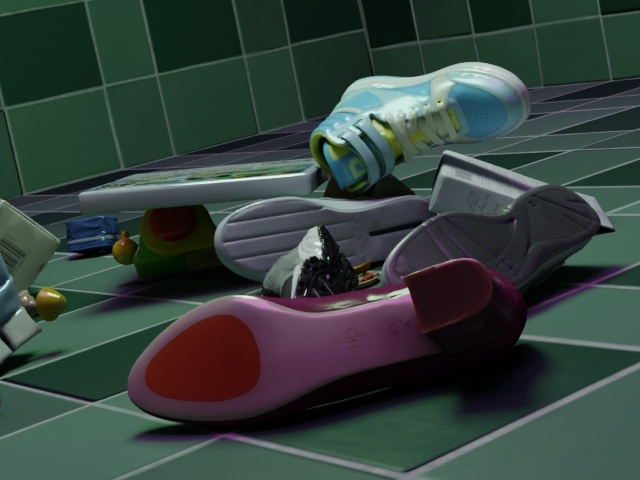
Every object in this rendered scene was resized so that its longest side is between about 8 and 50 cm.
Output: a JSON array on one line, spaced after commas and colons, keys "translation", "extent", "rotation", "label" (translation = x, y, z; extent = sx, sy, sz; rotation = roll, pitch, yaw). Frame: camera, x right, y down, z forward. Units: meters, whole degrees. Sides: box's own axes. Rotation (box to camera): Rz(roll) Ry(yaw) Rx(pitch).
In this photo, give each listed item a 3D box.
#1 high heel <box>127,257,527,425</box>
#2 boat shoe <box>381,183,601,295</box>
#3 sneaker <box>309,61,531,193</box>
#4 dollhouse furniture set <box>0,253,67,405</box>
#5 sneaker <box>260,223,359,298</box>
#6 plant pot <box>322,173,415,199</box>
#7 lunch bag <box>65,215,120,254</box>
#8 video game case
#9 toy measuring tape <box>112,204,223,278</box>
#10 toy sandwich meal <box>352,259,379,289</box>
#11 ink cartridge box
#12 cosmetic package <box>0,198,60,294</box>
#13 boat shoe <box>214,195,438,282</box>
[{"translation": [0.012, 0.114, 1.318], "extent": [0.377, 0.127, 0.181], "rotation": [-13, -20, 15], "label": "high heel"}, {"translation": [0.187, 0.027, 1.537], "extent": [0.320, 0.103, 0.118], "rotation": [-24, 60, -41], "label": "boat shoe"}, {"translation": [0.125, -0.144, 1.915], "extent": [0.319, 0.127, 0.208], "rotation": [-4, 32, 41], "label": "sneaker"}, {"translation": [-0.411, 0.036, 1.580], "extent": [0.198, 0.286, 0.303], "rotation": [-5, 23, 32], "label": "dollhouse furniture set"}, {"translation": [-0.019, 0.069, 1.571], "extent": [0.108, 0.100, 0.271], "rotation": [-34, 10, 10], "label": "sneaker"}, {"translation": [0.076, -0.058, 2.054], "extent": [0.096, 0.109, 0.109], "rotation": [4, 25, -37], "label": "plant pot"}, {"translation": [-0.407, -0.006, 2.476], "extent": [0.099, 0.065, 0.067], "rotation": [-8, -6, 22], "label": "lunch bag"}, {"translation": [-0.158, -0.083, 2.031], "extent": [0.329, 0.036, 0.300], "rotation": [-4, 7, 8], "label": "video game case"}, {"translation": [-0.160, -0.023, 2.115], "extent": [0.330, 0.121, 0.121], "rotation": [-11, 10, -2], "label": "toy measuring tape"}, {"translation": [0.034, 0.044, 1.780], "extent": [0.086, 0.029, 0.085], "rotation": [-11, 10, 2], "label": "toy sandwich meal"}, {"translation": [0.277, -0.052, 1.935], "extent": [0.239, 0.060, 0.275], "rotation": [19, 12, 2], "label": "ink cartridge box"}, {"translation": [-0.511, 0.019, 2.106], "extent": [0.160, 0.113, 0.309], "rotation": [-55, 21, -9], "label": "cosmetic package"}, {"translation": [0.000, 0.000, 1.894], "extent": [0.335, 0.121, 0.119], "rotation": [-4, -2, -27], "label": "boat shoe"}]
